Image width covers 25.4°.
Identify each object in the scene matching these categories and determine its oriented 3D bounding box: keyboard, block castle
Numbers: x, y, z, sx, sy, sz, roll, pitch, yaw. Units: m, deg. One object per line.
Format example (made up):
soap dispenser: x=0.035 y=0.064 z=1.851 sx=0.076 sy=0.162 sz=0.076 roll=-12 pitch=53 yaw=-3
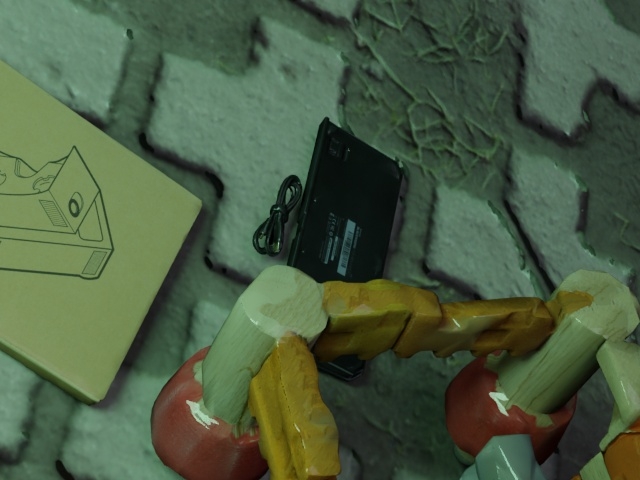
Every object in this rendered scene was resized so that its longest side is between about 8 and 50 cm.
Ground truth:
keyboard: x=0.000 y=0.000 z=1.004 sx=0.108 sy=0.023 sz=0.180 roll=29 pitch=58 yaw=-29
block castle: x=0.090 y=0.244 z=0.815 sx=0.303 sy=0.213 sz=0.453 roll=0 pitch=54 yaw=-24

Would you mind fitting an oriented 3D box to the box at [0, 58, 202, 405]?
box: x=-0.187 y=-0.017 z=0.885 sx=0.201 sy=0.021 sz=0.164 roll=36 pitch=56 yaw=-17
